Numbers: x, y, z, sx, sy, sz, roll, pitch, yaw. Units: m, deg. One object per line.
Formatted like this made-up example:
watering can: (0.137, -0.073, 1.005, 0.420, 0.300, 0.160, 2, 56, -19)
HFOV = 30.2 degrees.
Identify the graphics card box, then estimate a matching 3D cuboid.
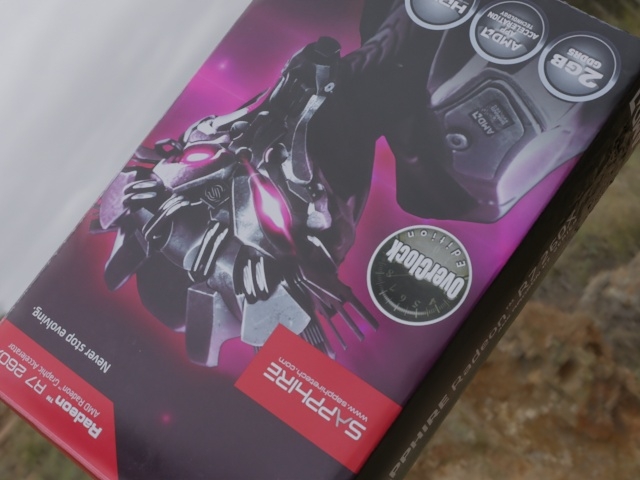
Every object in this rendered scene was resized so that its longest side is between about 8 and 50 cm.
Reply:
graphics card box: (0.000, 0.000, 0.688, 0.371, 0.233, 0.094, -52, -25, -10)
